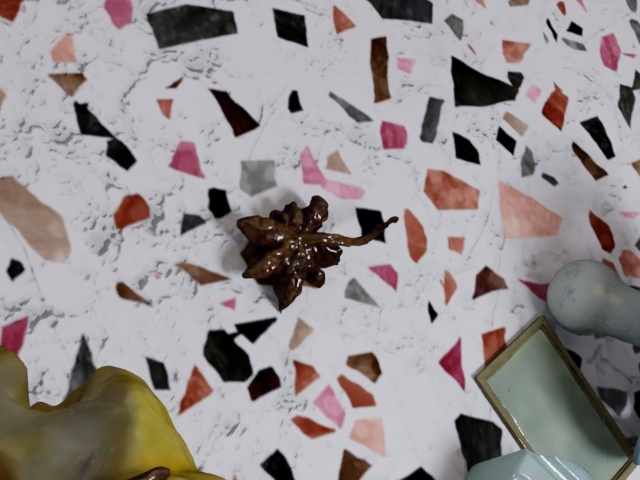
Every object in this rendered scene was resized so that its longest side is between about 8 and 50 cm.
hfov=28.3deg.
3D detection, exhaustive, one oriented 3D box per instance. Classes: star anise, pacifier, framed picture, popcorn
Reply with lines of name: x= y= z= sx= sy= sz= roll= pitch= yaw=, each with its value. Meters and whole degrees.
star anise: x=0.000 y=0.000 z=1.255 sx=0.190 sy=0.070 sz=0.097 roll=-21 pitch=80 yaw=-41
pacifier: x=0.355 y=0.091 z=1.384 sx=0.244 sy=0.233 sz=0.300 roll=0 pitch=111 yaw=-65
framed picture: x=0.262 y=0.197 z=1.388 sx=0.136 sy=0.010 sz=0.201 roll=-36 pitch=92 yaw=-39
popcorn: x=-0.222 y=0.215 z=0.897 sx=0.297 sy=0.281 sz=0.315 roll=-29 pitch=48 yaw=-35

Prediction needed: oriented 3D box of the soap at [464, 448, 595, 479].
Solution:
soap: x=0.241 y=0.318 z=1.269 sx=0.230 sy=0.091 sz=0.145 roll=45 pitch=54 yaw=-11
